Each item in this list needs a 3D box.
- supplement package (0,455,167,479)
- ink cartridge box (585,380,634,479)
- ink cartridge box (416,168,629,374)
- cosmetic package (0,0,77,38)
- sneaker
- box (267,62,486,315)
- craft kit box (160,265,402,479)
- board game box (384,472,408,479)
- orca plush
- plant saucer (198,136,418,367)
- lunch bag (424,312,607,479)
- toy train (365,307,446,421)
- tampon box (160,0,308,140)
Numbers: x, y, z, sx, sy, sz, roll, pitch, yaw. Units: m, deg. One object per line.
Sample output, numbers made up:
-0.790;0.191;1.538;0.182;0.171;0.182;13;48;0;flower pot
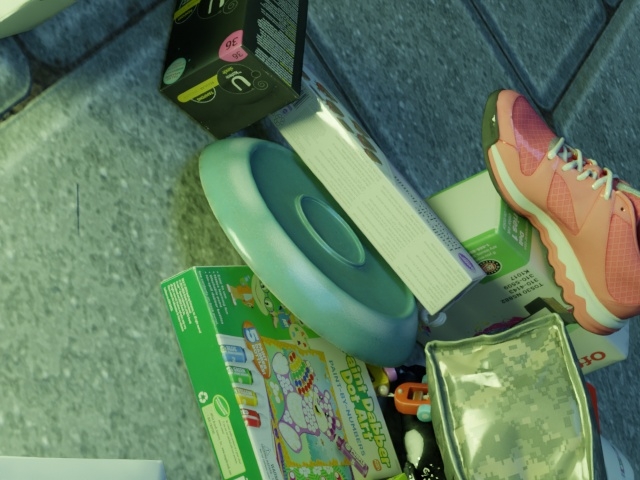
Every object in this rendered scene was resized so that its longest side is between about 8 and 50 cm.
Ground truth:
-0.208;0.309;1.282;0.204;0.145;0.262;11;59;-52;supplement package
0.341;0.247;2.225;0.189;0.066;0.232;37;44;-36;ink cartridge box
0.215;0.062;2.031;0.278;0.201;0.117;41;39;-32;ink cartridge box
-0.299;-0.298;1.587;0.184;0.151;0.151;62;31;-4;cosmetic package
0.301;-0.050;1.912;0.314;0.136;0.116;58;33;-10;sneaker
0.053;-0.061;1.886;0.324;0.067;0.063;50;19;10;box
-0.036;0.147;1.744;0.246;0.061;0.250;1;67;-59;craft kit box
0.084;0.340;1.739;0.043;0.092;0.181;-29;93;-58;board game box
0.157;0.246;1.881;0.287;0.102;0.151;-96;161;-50;orca plush
0.000;0.000;1.818;0.317;0.043;0.318;40;20;-18;plant saucer
0.207;0.255;1.675;0.235;0.168;0.287;67;10;-65;lunch bag
0.093;0.146;1.890;0.166;0.125;0.046;-82;168;-49;toy train
-0.092;-0.216;1.860;0.101;0.120;0.161;40;38;-34;tampon box
